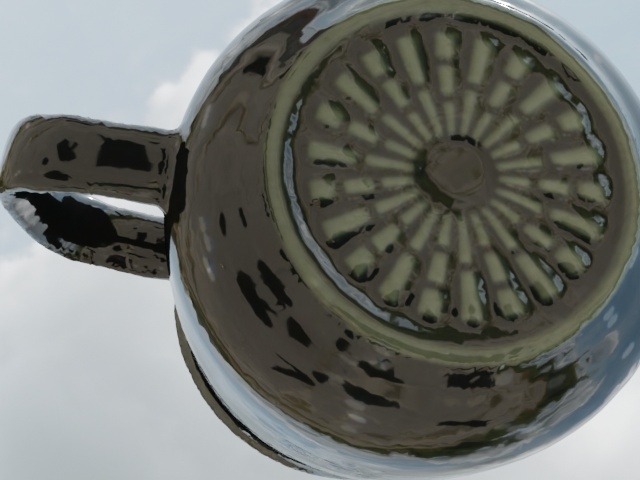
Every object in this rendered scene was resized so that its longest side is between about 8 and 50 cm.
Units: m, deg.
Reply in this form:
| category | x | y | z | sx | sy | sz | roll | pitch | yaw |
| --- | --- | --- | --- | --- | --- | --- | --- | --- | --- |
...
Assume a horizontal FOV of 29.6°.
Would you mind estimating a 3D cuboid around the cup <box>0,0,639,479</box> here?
| category | x | y | z | sx | sy | sz | roll | pitch | yaw |
| --- | --- | --- | --- | --- | --- | --- | --- | --- | --- |
| cup | 0.000 | 0.000 | 0.439 | 0.223 | 0.176 | 0.169 | 11 | -107 | -6 |
